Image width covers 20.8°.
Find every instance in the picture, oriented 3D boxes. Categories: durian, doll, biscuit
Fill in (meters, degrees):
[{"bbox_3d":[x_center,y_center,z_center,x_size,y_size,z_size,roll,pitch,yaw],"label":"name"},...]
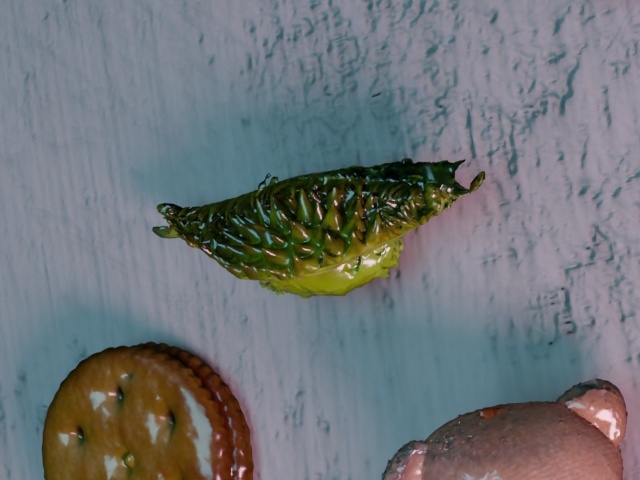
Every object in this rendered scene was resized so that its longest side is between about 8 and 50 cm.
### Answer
[{"bbox_3d":[-0.002,-0.007,1.461,0.375,0.132,0.107,-5,74,40],"label":"durian"},{"bbox_3d":[0.164,0.263,1.359,0.201,0.156,0.303,-15,102,-6],"label":"doll"},{"bbox_3d":[-0.161,0.201,1.605,0.220,0.066,0.220,0,91,34],"label":"biscuit"}]
